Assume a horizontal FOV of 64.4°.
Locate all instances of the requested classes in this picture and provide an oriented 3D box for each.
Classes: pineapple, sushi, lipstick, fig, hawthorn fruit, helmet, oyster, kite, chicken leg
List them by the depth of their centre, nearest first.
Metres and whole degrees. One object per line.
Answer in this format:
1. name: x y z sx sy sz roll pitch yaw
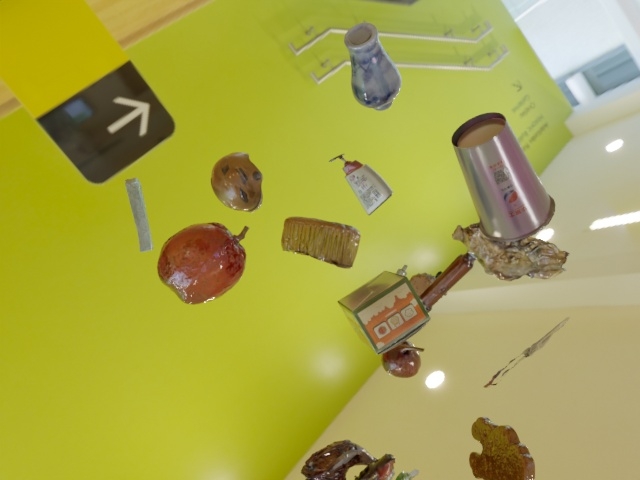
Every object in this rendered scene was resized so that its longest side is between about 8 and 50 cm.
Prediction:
1. kite: 0.460 0.249 1.126 0.245 0.015 0.141 -42 150 7
2. hawthorn fruit: -0.282 0.041 1.288 0.253 0.205 0.205 -36 -171 15
3. oyster: 0.544 0.053 1.479 0.201 0.354 0.107 102 9 -65
4. sushi: 0.179 0.832 1.769 0.226 0.103 0.097 -38 -178 -2
5. chicken leg: 0.105 0.791 1.808 0.407 0.158 0.096 11 146 -36
6. helmet: -0.313 -0.202 1.820 0.130 0.224 0.198 -17 172 -46
7. lipstick: 0.423 0.198 1.902 0.418 0.077 0.077 -51 -178 25
8. fig: 0.346 0.485 2.163 0.175 0.175 0.207 -43 149 -29
9. pineapple: 0.528 0.221 2.410 0.310 0.141 0.170 11 117 -57

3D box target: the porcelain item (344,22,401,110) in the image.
1. porcelain item: 0.141 -0.462 1.386 0.141 0.141 0.259 -39 146 -4

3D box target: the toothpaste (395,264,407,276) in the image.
1. toothpaste: 0.271 0.194 1.947 0.233 0.060 0.038 -60 -156 -2

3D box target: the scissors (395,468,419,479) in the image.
1. scissors: 0.328 0.910 1.943 0.204 0.027 0.101 6 110 -55

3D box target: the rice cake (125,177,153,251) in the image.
1. rice cake: -0.588 -0.083 1.653 0.045 0.245 0.042 -14 178 0

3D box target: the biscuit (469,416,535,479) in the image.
1. biscuit: 0.487 0.588 1.373 0.044 0.186 0.295 5 175 -9

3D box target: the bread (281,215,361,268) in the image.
1. bread: 0.000 0.000 1.653 0.227 0.142 0.253 8 -174 -43

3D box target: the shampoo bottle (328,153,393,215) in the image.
1. shampoo bottle: 0.162 -0.254 2.109 0.153 0.284 0.071 -40 -178 35

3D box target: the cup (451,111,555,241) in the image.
1. cup: 0.445 -0.164 1.270 0.203 0.288 0.203 -26 -146 19

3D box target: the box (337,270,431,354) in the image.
1. box: 0.172 0.196 1.410 0.177 0.148 0.195 -33 -173 -8
